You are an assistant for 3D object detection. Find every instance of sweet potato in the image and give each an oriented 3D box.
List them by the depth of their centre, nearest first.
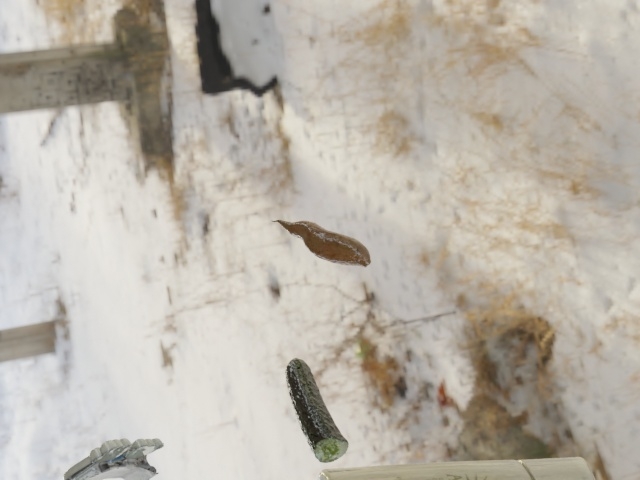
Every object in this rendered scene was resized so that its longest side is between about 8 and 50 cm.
[{"bbox_3d":[0.000,0.000,1.709,0.195,0.056,0.056,26,131,25],"label":"sweet potato"}]

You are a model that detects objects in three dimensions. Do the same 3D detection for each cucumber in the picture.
[{"bbox_3d":[-0.016,0.261,1.639,0.215,0.058,0.052,-119,9,-50],"label":"cucumber"}]

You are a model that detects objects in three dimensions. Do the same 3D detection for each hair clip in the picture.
[{"bbox_3d":[-0.330,0.361,1.639,0.054,0.140,0.220,64,-167,18],"label":"hair clip"}]

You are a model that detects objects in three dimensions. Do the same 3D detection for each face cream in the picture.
[{"bbox_3d":[0.177,0.338,1.225,0.173,0.348,0.081,-103,18,-47],"label":"face cream"}]
